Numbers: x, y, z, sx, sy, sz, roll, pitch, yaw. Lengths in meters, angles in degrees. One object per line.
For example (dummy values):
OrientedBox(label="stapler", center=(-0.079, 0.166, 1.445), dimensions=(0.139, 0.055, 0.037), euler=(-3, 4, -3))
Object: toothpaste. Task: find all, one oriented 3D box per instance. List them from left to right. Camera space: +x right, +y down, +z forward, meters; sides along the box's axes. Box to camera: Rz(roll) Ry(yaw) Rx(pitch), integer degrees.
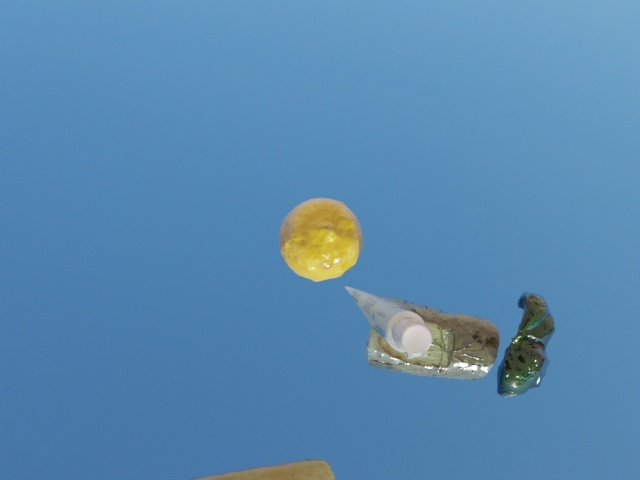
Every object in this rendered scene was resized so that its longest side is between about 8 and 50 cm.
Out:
OrientedBox(label="toothpaste", center=(0.089, 0.103, 1.044), dimensions=(0.056, 0.058, 0.314), euler=(-8, -176, -8))

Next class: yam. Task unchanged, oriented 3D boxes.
OrientedBox(label="yam", center=(0.209, 0.198, 1.517), dimensions=(0.255, 0.154, 0.154), euler=(9, -137, -5))

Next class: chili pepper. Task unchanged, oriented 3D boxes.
OrientedBox(label="chili pepper", center=(0.500, 0.257, 1.825), dimensions=(0.116, 0.148, 0.264), euler=(17, -94, 15))

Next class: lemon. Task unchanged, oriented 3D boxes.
OrientedBox(label="lemon", center=(0.000, 0.000, 1.044), dimensions=(0.114, 0.155, 0.114), euler=(1, -99, -5))

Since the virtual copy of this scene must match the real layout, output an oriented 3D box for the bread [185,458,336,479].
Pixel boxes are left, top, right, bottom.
OrientedBox(label="bread", center=(-0.075, 0.312, 0.675), dimensions=(0.252, 0.238, 0.196), euler=(-8, -131, -6))
